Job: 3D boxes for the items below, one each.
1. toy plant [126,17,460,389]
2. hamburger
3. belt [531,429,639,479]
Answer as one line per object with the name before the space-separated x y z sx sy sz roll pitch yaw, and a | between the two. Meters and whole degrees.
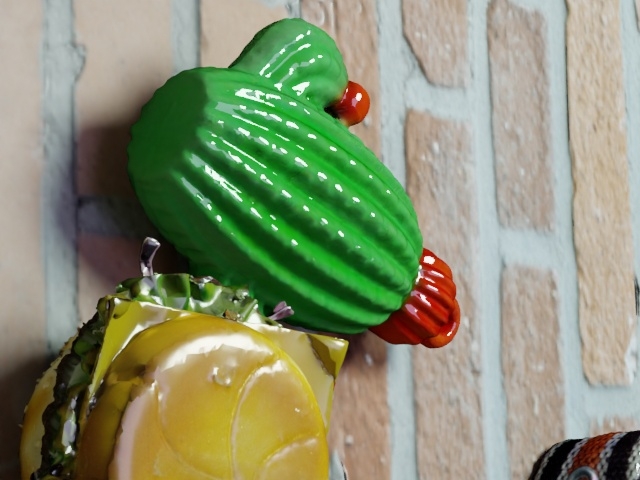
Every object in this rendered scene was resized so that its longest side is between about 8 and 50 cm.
toy plant | -0.010 0.005 0.964 0.154 0.088 0.240 -48 131 -30
hamburger | -0.068 0.103 0.860 0.164 0.093 0.189 28 68 -37
belt | 0.144 0.265 1.089 0.126 0.094 0.359 48 48 -27
